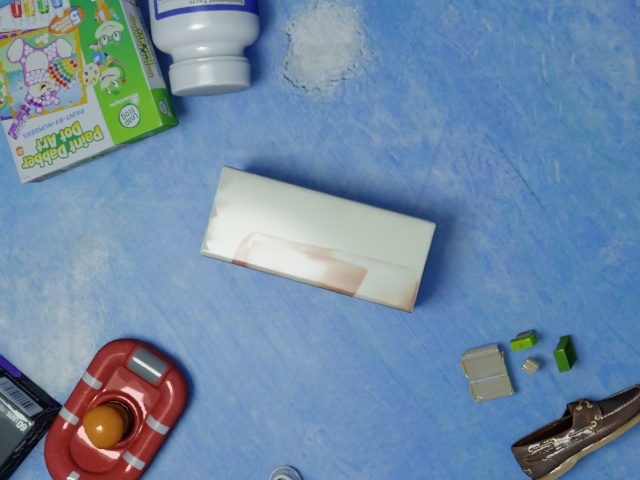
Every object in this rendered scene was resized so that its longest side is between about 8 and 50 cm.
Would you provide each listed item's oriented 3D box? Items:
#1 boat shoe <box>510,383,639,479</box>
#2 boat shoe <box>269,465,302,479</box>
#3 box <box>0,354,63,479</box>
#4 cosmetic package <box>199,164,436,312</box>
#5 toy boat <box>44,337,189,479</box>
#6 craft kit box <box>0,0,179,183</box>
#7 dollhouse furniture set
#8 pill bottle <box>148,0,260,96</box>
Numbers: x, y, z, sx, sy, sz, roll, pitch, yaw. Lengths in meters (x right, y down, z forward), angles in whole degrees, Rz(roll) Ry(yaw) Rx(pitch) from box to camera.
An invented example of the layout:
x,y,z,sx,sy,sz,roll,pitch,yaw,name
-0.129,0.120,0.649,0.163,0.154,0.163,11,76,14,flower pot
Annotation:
x,y,z,sx,sy,sz,roll,pitch,yaw,name
0.361,0.257,1.633,0.207,0.073,0.073,-35,90,3,boat shoe
-0.028,0.410,1.667,0.066,0.063,0.184,-13,89,4,boat shoe
-0.522,0.298,1.665,0.165,0.143,0.270,39,93,4,box
0.000,0.000,1.622,0.296,0.153,0.129,16,90,5,cosmetic package
-0.293,0.255,1.643,0.151,0.151,0.231,32,92,4,toy boat
-0.349,-0.234,1.661,0.250,0.061,0.246,-20,91,22,craft kit box
0.279,0.171,1.665,0.151,0.058,0.076,-17,96,23,dollhouse furniture set
-0.163,-0.341,1.633,0.152,0.152,0.272,-6,90,4,pill bottle
